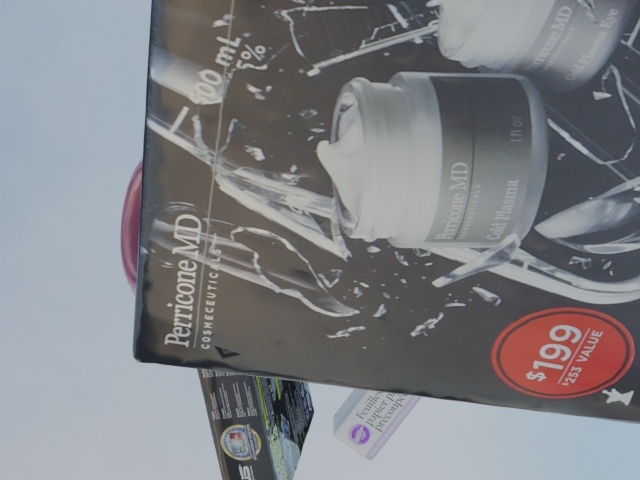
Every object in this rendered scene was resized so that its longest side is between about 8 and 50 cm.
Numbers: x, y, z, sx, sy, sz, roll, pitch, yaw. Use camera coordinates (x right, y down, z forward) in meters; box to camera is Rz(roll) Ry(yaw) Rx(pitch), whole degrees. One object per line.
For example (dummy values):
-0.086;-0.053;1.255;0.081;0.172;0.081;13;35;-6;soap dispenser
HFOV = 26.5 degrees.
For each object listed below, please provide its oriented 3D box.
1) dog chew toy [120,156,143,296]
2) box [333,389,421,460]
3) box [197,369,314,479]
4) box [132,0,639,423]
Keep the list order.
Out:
0.000;0.000;1.182;0.331;0.206;0.207;6;-102;-27;dog chew toy
0.133;0.131;1.714;0.063;0.324;0.067;35;-167;-8;box
-0.074;0.124;1.467;0.216;0.060;0.270;-68;-31;-65;box
0.084;-0.095;0.619;0.179;0.312;0.343;-85;3;-46;box
